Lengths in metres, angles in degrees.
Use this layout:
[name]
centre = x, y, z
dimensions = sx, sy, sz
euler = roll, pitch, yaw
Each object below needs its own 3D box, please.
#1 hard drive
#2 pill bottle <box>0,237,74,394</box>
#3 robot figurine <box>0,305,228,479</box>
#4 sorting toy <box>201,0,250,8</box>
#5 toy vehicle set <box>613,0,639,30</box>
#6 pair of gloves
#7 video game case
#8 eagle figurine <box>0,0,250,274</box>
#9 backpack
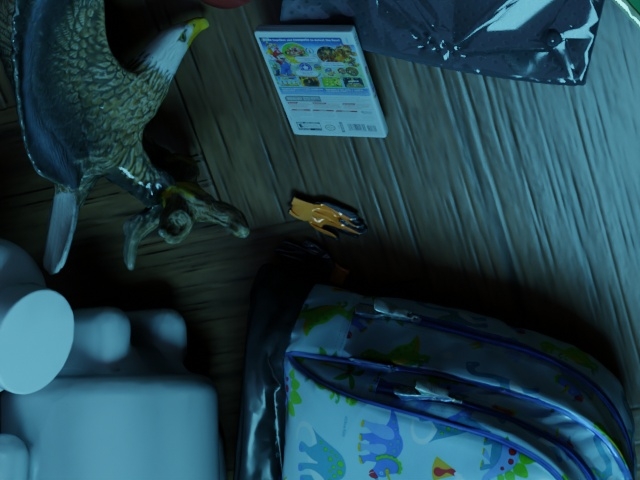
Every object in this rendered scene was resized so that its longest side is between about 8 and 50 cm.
[hard drive]
centre = 0.102, -0.225, 1.176
dimensions = 0.255, 0.054, 0.172
euler = 13, 119, 8
[pill bottle]
centre = -0.341, 0.053, 1.293
dimensions = 0.264, 0.146, 0.146
euler = 17, 123, 33
[robot figurine]
centre = -0.191, 0.239, 1.357
dimensions = 0.200, 0.300, 0.353
euler = -8, 81, 43
[sorting toy]
centre = -0.069, -0.337, 1.098
dimensions = 0.127, 0.126, 0.365
euler = 44, 125, 27
[toy vehicle set]
centre = 0.364, -0.155, 1.129
dimensions = 0.166, 0.035, 0.267
euler = -40, 110, 22
[pair of gloves]
centre = 0.000, 0.000, 1.344
dimensions = 0.074, 0.010, 0.083
euler = 21, 123, 1
[video game case]
centre = 0.002, -0.133, 1.240
dimensions = 0.087, 0.011, 0.122
euler = 4, 142, 23
[eagle figurine]
centre = -0.191, -0.137, 1.224
dimensions = 0.226, 0.225, 0.298
euler = -14, 125, 39
[backpack]
centre = 0.101, 0.194, 1.304
dimensions = 0.356, 0.273, 0.290
euler = 6, 113, -2
